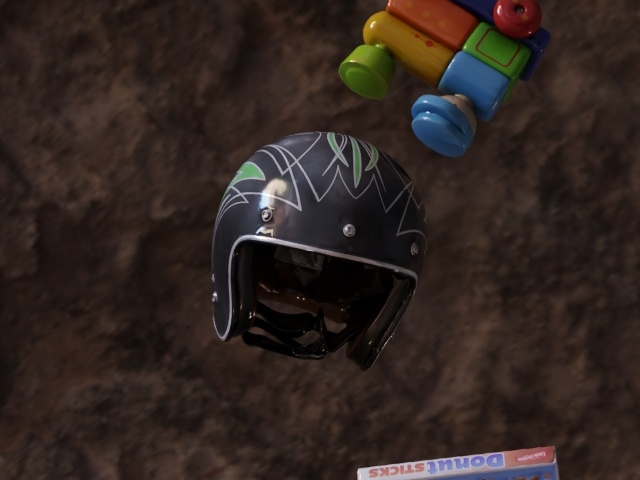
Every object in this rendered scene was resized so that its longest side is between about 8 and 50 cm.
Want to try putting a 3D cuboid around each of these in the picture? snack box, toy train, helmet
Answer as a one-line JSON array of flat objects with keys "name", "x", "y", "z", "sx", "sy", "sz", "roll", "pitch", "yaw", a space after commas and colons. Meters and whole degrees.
[{"name": "snack box", "x": 0.126, "y": 0.222, "z": 1.395, "sx": 0.022, "sy": 0.178, "sz": 0.064, "roll": -91, "pitch": -10, "yaw": -46}, {"name": "toy train", "x": 0.061, "y": -0.185, "z": 1.346, "sx": 0.248, "sy": 0.105, "sz": 0.143, "roll": 32, "pitch": -114, "yaw": 7}, {"name": "helmet", "x": 0.000, "y": 0.000, "z": 1.113, "sx": 0.169, "sy": 0.161, "sz": 0.169, "roll": 14, "pitch": -153, "yaw": -8}]
